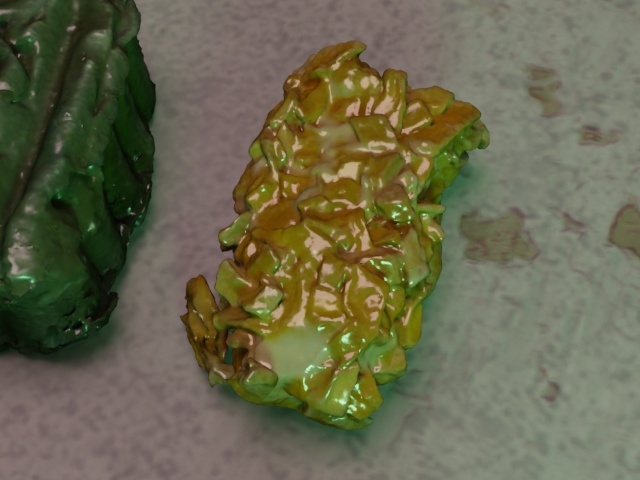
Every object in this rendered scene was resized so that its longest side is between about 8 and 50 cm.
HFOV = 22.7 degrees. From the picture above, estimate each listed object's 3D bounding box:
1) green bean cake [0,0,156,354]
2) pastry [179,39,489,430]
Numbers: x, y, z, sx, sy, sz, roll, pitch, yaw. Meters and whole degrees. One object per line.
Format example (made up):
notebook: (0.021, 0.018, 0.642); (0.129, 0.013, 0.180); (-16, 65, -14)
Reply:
green bean cake: (-0.236, -0.052, 0.991); (0.255, 0.132, 0.241); (4, 53, 9)
pastry: (0.000, 0.000, 0.942); (0.154, 0.102, 0.250); (14, 59, 16)
